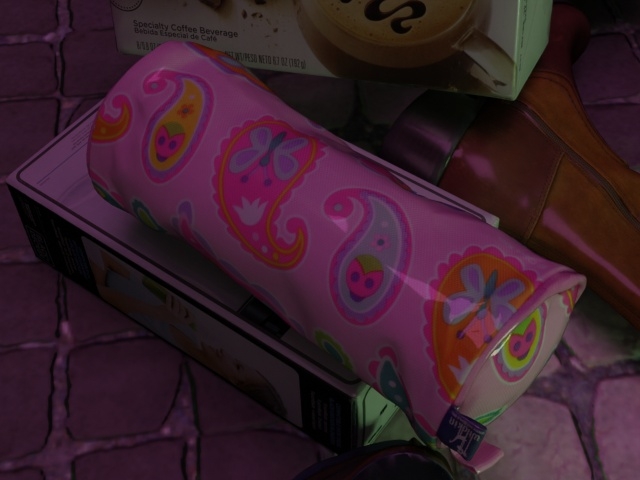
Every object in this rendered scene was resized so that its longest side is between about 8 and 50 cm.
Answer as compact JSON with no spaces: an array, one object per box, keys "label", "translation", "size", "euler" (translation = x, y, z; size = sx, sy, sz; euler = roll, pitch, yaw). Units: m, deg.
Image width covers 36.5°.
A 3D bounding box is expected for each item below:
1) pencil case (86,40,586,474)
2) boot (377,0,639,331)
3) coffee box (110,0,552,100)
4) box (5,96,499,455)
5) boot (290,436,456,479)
[{"label":"pencil case","translation":[0.000,0.000,0.532],"size":[0.284,0.124,0.124],"euler":[36,60,24]},{"label":"boot","translation":[0.222,-0.054,0.701],"size":[0.280,0.096,0.264],"euler":[33,43,16]},{"label":"coffee box","translation":[0.004,-0.209,0.661],"size":[0.297,0.168,0.119],"euler":[11,34,20]},{"label":"box","translation":[-0.046,-0.002,0.663],"size":[0.290,0.087,0.169],"euler":[30,58,22]},{"label":"boot","translation":[-0.016,0.183,0.533],"size":[0.219,0.106,0.082],"euler":[-34,86,5]}]
